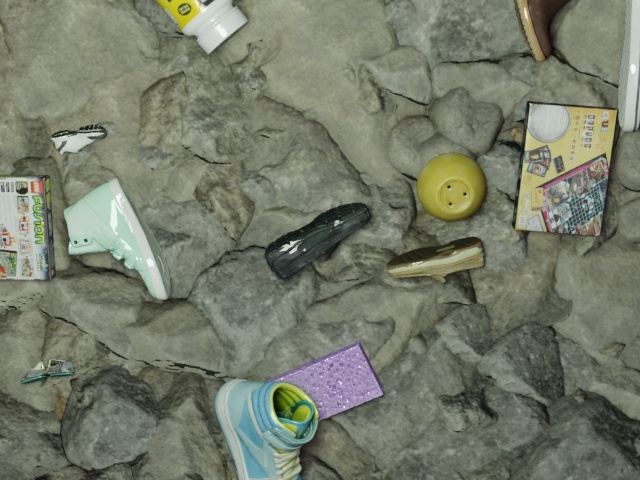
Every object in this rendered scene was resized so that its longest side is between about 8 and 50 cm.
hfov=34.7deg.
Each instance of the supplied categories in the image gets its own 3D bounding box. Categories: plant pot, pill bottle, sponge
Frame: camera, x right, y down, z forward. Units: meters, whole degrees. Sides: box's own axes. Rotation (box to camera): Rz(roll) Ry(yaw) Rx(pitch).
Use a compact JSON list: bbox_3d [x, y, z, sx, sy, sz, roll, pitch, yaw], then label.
[{"bbox_3d":[0.250,-0.093,1.930,0.134,0.095,0.134,1,103,3],"label":"plant pot"},{"bbox_3d":[-0.234,-0.450,1.863,0.119,0.119,0.208,-39,98,11],"label":"pill bottle"},{"bbox_3d":[0.009,0.296,2.065,0.210,0.031,0.117,-24,100,9],"label":"sponge"}]

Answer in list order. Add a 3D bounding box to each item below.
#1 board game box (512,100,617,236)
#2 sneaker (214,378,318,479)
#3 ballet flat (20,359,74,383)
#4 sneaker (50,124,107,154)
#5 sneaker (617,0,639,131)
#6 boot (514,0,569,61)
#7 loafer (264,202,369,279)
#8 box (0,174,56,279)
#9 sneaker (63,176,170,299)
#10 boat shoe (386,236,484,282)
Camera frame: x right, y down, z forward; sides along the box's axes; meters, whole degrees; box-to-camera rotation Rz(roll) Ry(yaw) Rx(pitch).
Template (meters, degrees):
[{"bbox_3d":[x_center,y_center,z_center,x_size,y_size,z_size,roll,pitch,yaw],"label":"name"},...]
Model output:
[{"bbox_3d":[0.460,-0.135,1.937,0.165,0.042,0.243,5,103,2],"label":"board game box"},{"bbox_3d":[-0.070,0.415,2.007,0.208,0.127,0.318,-14,105,44],"label":"sneaker"},{"bbox_3d":[-0.557,0.264,2.089,0.114,0.041,0.041,-11,102,5],"label":"ballet flat"},{"bbox_3d":[-0.463,-0.195,1.979,0.109,0.040,0.043,-8,119,8],"label":"sneaker"},{"bbox_3d":[0.608,-0.353,1.837,0.128,0.126,0.321,4,102,7],"label":"sneaker"},{"bbox_3d":[0.450,-0.462,1.837,0.207,0.090,0.248,-13,98,8],"label":"boot"},{"bbox_3d":[0.000,0.000,1.981,0.223,0.076,0.078,-29,114,7],"label":"loafer"},{"bbox_3d":[-0.588,-0.025,2.021,0.114,0.036,0.206,1,103,3],"label":"box"},{"bbox_3d":[-0.399,0.023,1.991,0.151,0.094,0.255,-27,90,3],"label":"sneaker"},{"bbox_3d":[0.225,0.052,1.983,0.190,0.068,0.072,-13,113,6],"label":"boat shoe"}]
